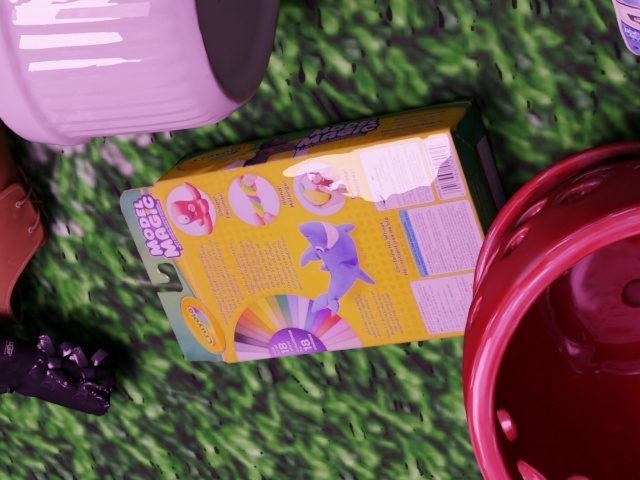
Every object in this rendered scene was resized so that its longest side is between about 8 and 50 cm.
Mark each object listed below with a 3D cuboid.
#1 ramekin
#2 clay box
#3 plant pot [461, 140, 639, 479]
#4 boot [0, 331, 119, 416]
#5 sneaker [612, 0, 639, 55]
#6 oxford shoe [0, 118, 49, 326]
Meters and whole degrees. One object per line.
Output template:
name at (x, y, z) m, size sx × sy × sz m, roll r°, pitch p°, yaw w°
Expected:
ramekin at (-0.091, -0.150, 0.755) m, size 0.109 × 0.207 × 0.207 m, roll 3°, pitch 117°, yaw 14°
clay box at (0.000, 0.000, 0.879) m, size 0.222 × 0.053 × 0.127 m, roll -8°, pitch 114°, yaw 28°
plant pot at (0.161, 0.045, 0.735) m, size 0.191 × 0.174 × 0.191 m, roll 0°, pitch 110°, yaw 0°
boot at (-0.195, 0.093, 1.016) m, size 0.099 × 0.045 × 0.121 m, roll 17°, pitch 157°, yaw -17°
sneaker at (0.199, -0.112, 0.721) m, size 0.211 × 0.080 × 0.081 m, roll 46°, pitch 132°, yaw 8°
oxford shoe at (-0.208, -0.031, 0.959) m, size 0.076 × 0.076 × 0.212 m, roll 11°, pitch 129°, yaw -3°
